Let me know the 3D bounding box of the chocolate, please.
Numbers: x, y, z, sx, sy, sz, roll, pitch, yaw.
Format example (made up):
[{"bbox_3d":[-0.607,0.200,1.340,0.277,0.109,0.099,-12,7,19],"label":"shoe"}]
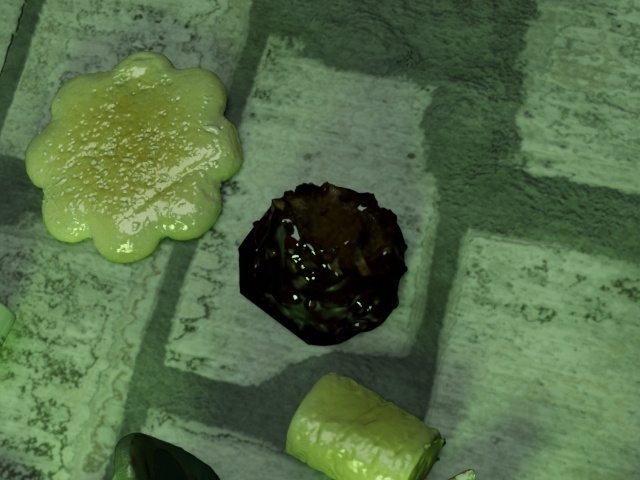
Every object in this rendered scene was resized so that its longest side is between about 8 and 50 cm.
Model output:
[{"bbox_3d":[0.000,0.000,1.862,0.224,0.177,0.206,36,78,19],"label":"chocolate"}]

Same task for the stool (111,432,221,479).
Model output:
[{"bbox_3d":[-0.224,0.404,1.678,0.226,0.310,0.310,-17,66,12],"label":"stool"}]

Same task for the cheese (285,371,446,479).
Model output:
[{"bbox_3d":[0.053,0.243,1.797,0.167,0.094,0.123,28,66,19],"label":"cheese"}]

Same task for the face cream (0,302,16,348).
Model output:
[{"bbox_3d":[-0.534,0.226,1.874,0.145,0.145,0.369,20,73,16],"label":"face cream"}]

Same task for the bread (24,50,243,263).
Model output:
[{"bbox_3d":[-0.257,-0.120,2.020,0.316,0.054,0.316,-3,69,7],"label":"bread"}]

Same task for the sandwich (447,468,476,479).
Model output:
[{"bbox_3d":[0.102,0.371,1.747,0.244,0.088,0.090,-35,58,-2],"label":"sandwich"}]
